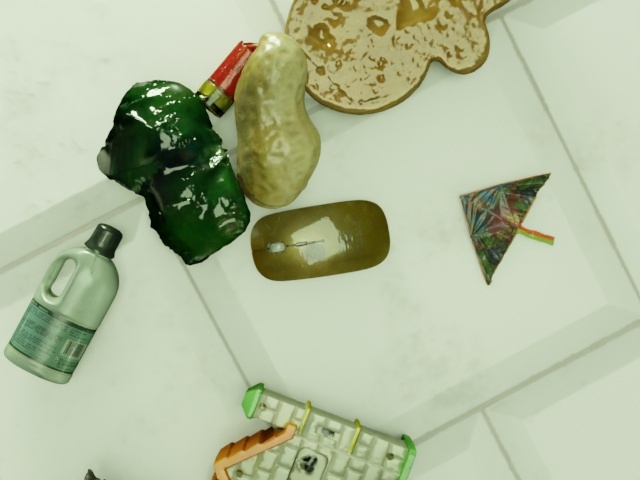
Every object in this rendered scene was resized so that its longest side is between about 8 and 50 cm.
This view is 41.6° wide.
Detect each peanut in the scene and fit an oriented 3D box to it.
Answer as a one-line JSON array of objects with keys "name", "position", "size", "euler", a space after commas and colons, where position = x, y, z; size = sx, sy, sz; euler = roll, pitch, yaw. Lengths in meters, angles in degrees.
[{"name": "peanut", "position": [-0.057, -0.160, 1.136], "size": [0.110, 0.120, 0.236], "euler": [-6, 107, -31]}]

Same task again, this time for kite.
[{"name": "kite", "position": [0.271, -0.028, 1.228], "size": [0.159, 0.010, 0.190], "euler": [30, 92, -6]}]

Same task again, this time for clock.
[{"name": "clock", "position": [-0.024, 0.341, 1.184], "size": [0.255, 0.106, 0.219], "euler": [22, 90, 0]}]

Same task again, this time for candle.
[{"name": "candle", "position": [-0.117, -0.234, 1.173], "size": [0.052, 0.052, 0.130], "euler": [40, 88, -4]}]

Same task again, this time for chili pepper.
[{"name": "chili pepper", "position": [-0.202, -0.099, 1.134], "size": [0.148, 0.116, 0.264], "euler": [-24, 87, 32]}]

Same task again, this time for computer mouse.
[{"name": "computer mouse", "position": [0.001, 0.000, 1.194], "size": [0.199, 0.045, 0.102], "euler": [-7, 91, -4]}]

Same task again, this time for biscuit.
[{"name": "biscuit", "position": [0.112, -0.326, 1.183], "size": [0.355, 0.052, 0.275], "euler": [-43, 92, 1]}]

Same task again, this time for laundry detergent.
[{"name": "laundry detergent", "position": [-0.342, 0.080, 1.162], "size": [0.099, 0.070, 0.225], "euler": [28, 91, 2]}]

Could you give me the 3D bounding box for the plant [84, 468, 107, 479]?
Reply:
[{"name": "plant", "position": [-0.271, 0.409, 1.152], "size": [0.203, 0.131, 0.142], "euler": [26, 94, -3]}]
